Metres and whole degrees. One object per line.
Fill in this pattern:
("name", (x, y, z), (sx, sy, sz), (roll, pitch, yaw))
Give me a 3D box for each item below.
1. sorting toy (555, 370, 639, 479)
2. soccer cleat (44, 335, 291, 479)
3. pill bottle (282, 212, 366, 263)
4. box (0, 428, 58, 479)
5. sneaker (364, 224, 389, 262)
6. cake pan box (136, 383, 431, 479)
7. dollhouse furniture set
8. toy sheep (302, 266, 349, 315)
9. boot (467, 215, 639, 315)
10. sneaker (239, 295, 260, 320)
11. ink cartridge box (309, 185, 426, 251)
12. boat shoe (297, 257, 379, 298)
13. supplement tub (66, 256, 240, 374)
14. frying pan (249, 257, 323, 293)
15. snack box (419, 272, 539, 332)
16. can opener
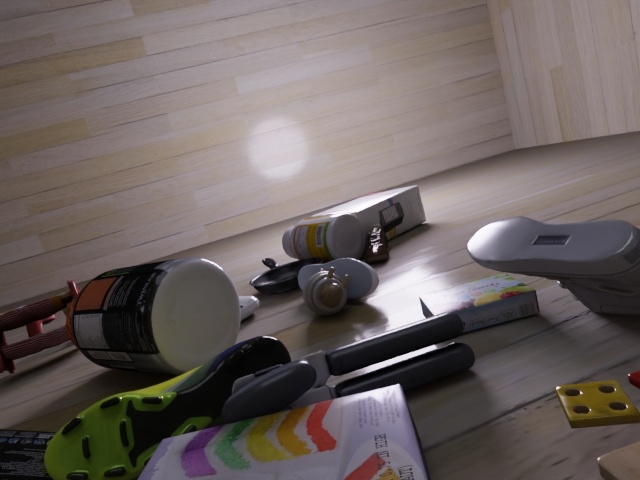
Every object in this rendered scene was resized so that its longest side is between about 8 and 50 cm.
("sorting toy", (0.253, 0.150, 0.237), (0.132, 0.046, 0.274), (-17, 10, -5))
("soccer cleat", (-0.167, 0.208, 0.533), (0.289, 0.094, 0.121), (-21, -20, -25))
("pill bottle", (0.000, 0.000, 1.240), (0.136, 0.137, 0.245), (-23, 12, -38))
("box", (-0.370, 0.254, 0.442), (0.190, 0.045, 0.184), (11, 5, -16))
("sneaker", (0.144, 0.007, 1.163), (0.066, 0.071, 0.188), (-14, 9, 11))
("cake pan box", (-0.038, 0.215, 0.292), (0.245, 0.070, 0.267), (-17, 10, 7))
("dollhouse furniture set", (-0.711, 0.236, 1.157), (0.201, 0.152, 0.374), (-21, -6, -26))
("toy sheep", (0.008, 0.099, 0.825), (0.091, 0.091, 0.132), (-19, -3, -17))
("boot", (0.317, 0.040, 0.583), (0.095, 0.123, 0.258), (-47, 17, -10))
("sneaker", (-0.257, 0.113, 0.970), (0.234, 0.153, 0.094), (-11, 12, 27))
("ink cartridge box", (0.154, -0.068, 1.404), (0.306, 0.131, 0.226), (-25, 14, -36))
("boat shoe", (0.047, 0.083, 0.911), (0.076, 0.080, 0.228), (8, -12, -39))
("supplement tub", (-0.314, 0.139, 0.795), (0.315, 0.194, 0.193), (-8, 12, 37))
("frying pan", (-0.127, 0.094, 1.172), (0.197, 0.053, 0.326), (-24, 10, -40))
("snack box", (0.226, 0.093, 0.639), (0.141, 0.037, 0.100), (-15, 8, 2))
("can opener", (0.037, 0.149, 0.475), (0.283, 0.076, 0.095), (-17, -10, -6))
